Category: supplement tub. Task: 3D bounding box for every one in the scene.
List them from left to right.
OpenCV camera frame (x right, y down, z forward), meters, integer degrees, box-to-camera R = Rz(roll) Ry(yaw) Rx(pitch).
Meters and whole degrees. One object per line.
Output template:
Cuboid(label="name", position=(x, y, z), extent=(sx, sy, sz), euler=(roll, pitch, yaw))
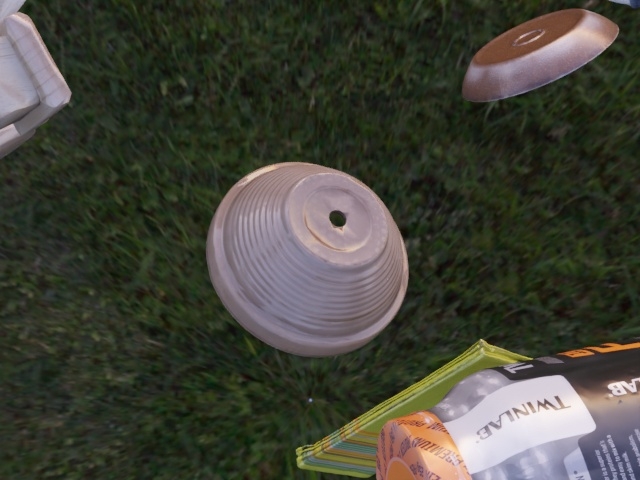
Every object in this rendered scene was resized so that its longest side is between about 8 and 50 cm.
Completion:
Cuboid(label="supplement tub", position=(0.210, 0.167, 0.844), extent=(0.316, 0.193, 0.193), euler=(-10, 83, -15))

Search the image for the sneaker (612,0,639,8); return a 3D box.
Cuboid(label="sneaker", position=(0.053, -0.172, 0.378), extent=(0.094, 0.091, 0.258), euler=(-46, 126, 13))

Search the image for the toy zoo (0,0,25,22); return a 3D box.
Cuboid(label="toy zoo", position=(-0.323, -0.379, 1.399), extent=(0.030, 0.293, 0.192), euler=(32, 111, -30))

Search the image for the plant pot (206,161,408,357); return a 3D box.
Cuboid(label="plant pot", position=(0.000, 0.000, 1.348), extent=(0.237, 0.109, 0.237), euler=(10, 58, -17))

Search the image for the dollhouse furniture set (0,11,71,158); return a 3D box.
Cuboid(label="dollhouse furniture set", position=(-0.238, -0.185, 0.692), extent=(0.174, 0.356, 0.303), euler=(-33, 99, -35))

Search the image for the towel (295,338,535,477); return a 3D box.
Cuboid(label="towel", position=(0.090, 0.156, 1.095), extent=(0.237, 0.102, 0.021), euler=(-36, 53, 34))

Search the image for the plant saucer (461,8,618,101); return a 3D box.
Cuboid(label="plant saucer", position=(0.253, -0.228, 1.447), extent=(0.199, 0.198, 0.036), euler=(-30, 110, -4))
